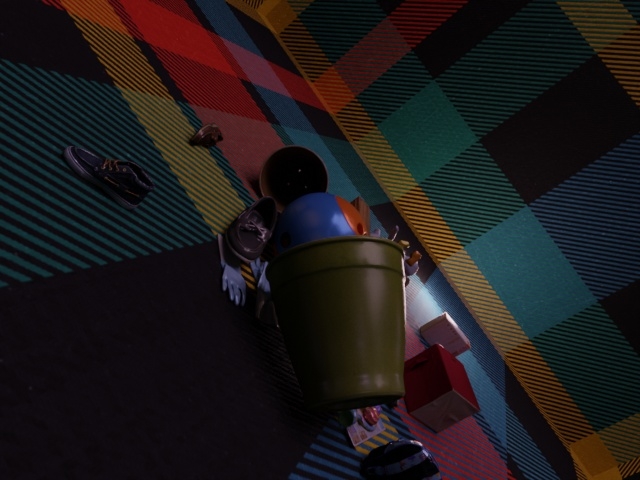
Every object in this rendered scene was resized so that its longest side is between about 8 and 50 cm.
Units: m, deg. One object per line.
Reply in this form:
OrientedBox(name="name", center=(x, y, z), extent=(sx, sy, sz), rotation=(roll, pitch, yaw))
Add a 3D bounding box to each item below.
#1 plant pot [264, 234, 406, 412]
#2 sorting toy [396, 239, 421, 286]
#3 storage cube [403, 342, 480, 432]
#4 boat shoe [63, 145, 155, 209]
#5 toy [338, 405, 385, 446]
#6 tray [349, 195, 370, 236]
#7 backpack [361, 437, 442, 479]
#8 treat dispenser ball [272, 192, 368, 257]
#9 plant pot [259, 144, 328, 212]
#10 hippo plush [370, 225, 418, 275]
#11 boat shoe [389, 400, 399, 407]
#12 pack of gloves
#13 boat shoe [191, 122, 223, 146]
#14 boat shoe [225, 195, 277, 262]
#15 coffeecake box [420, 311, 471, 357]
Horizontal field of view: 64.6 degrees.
OrientedBox(name="plant pot", center=(0.058, 0.225, 1.244), extent=(0.366, 0.366, 0.353), rotation=(27, 49, -51))
OrientedBox(name="sorting toy", center=(0.240, 0.106, 1.923), extent=(0.229, 0.307, 0.041), rotation=(49, -15, -8))
OrientedBox(name="storage cube", center=(0.405, 0.510, 1.744), extent=(0.215, 0.183, 0.193), rotation=(41, 23, -30))
OrientedBox(name="boat shoe", center=(-0.445, -0.152, 1.079), extent=(0.183, 0.083, 0.065), rotation=(42, 22, -28))
OrientedBox(name="toy", center=(0.122, 0.463, 1.377), extent=(0.237, 0.056, 0.137), rotation=(14, 44, -60))
OrientedBox(name="tray", center=(0.081, -0.009, 1.847), extent=(0.076, 0.202, 0.411), rotation=(46, 21, -17))
OrientedBox(name="backpack", center=(0.212, 0.562, 1.240), extent=(0.158, 0.173, 0.117), rotation=(56, 20, 10))
OrientedBox(name="treat dispenser ball", center=(0.000, 0.000, 1.522), extent=(0.288, 0.288, 0.288), rotation=(45, 22, -23))
OrientedBox(name="plant pot", center=(-0.089, -0.214, 1.830), extent=(0.237, 0.237, 0.254), rotation=(52, 4, -4))
OrientedBox(name="hippo plush", center=(0.233, 0.080, 2.128), extent=(0.236, 0.234, 0.294), rotation=(32, -16, 52))
OrientedBox(name="boat shoe", center=(0.203, 0.439, 1.624), extent=(0.064, 0.075, 0.206), rotation=(0, 48, -11))
OrientedBox(name="pack of gloves", center=(-0.180, 0.095, 1.326), extent=(0.195, 0.046, 0.232), rotation=(38, 25, -39))
OrientedBox(name="boat shoe", center=(-0.354, -0.332, 1.612), extent=(0.060, 0.064, 0.178), rotation=(49, 18, -8))
OrientedBox(name="boat shoe", center=(-0.185, -0.047, 1.424), extent=(0.112, 0.096, 0.335), rotation=(35, 17, -11))
OrientedBox(name="coffeecake box", center=(0.560, 0.437, 2.272), extent=(0.186, 0.142, 0.068), rotation=(50, 20, -11))
